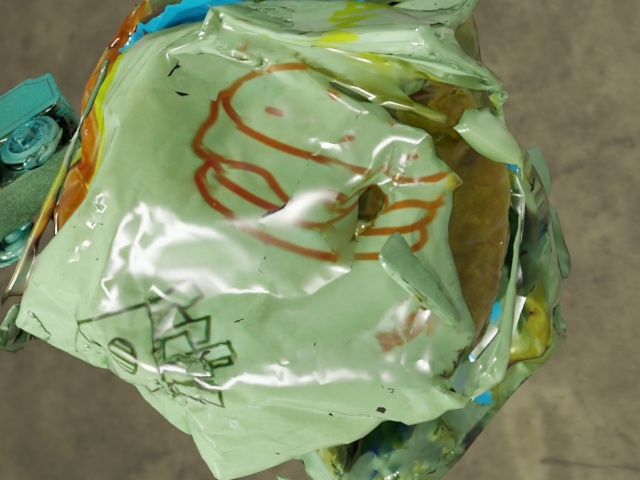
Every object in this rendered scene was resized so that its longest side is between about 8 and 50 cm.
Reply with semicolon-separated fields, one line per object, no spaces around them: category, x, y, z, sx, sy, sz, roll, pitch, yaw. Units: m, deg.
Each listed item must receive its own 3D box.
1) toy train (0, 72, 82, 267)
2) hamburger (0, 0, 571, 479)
toy train;-0.295;-0.068;1.491;0.198;0.107;0.154;-33;38;1
hamburger;0.008;0.000;0.691;0.261;0.276;0.150;-54;15;-2
